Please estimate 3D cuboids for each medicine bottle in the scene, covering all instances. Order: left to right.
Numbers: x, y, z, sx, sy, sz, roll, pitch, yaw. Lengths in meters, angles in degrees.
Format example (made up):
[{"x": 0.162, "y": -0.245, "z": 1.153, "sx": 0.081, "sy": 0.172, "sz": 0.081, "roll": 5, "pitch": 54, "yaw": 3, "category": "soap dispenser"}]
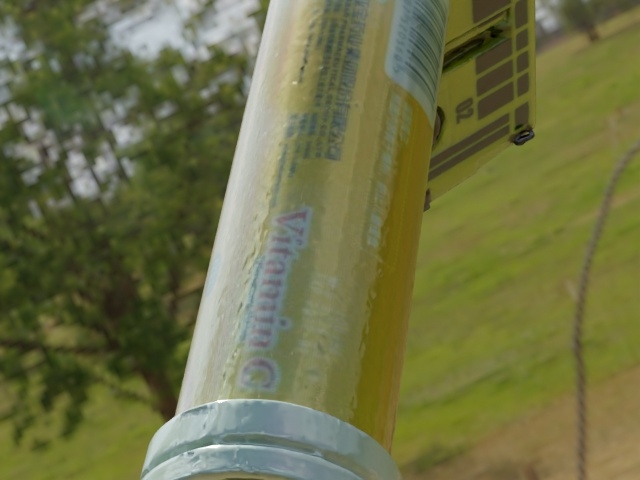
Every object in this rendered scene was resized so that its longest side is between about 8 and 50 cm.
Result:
[{"x": 0.000, "y": 0.000, "z": 0.553, "sx": 0.074, "sy": 0.074, "sz": 0.218, "roll": -26, "pitch": 38, "yaw": 36, "category": "medicine bottle"}]

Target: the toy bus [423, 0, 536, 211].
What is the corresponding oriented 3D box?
[{"x": 0.065, "y": -0.154, "z": 1.211, "sx": 0.150, "sy": 0.128, "sz": 0.262, "roll": -31, "pitch": -35, "yaw": -16, "category": "toy bus"}]
